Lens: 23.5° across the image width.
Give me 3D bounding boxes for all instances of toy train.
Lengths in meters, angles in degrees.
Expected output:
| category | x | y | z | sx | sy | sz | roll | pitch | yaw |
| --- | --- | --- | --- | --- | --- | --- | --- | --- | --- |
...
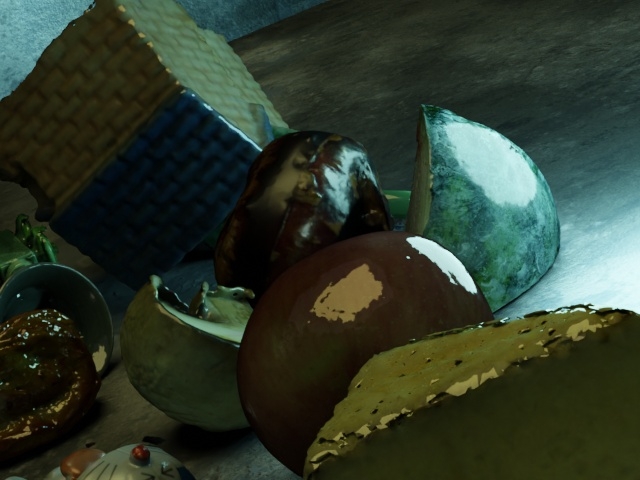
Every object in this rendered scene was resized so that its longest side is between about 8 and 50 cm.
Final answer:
| category | x | y | z | sx | sy | sz | roll | pitch | yaw |
| --- | --- | --- | --- | --- | --- | --- | --- | --- | --- |
| toy train | -0.479 | 0.069 | 2.439 | 0.132 | 0.188 | 0.243 | -22 | 22 | -18 |

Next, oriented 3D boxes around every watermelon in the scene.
| category | x | y | z | sx | sy | sz | roll | pitch | yaw |
| --- | --- | --- | --- | --- | --- | --- | --- | --- | --- |
| watermelon | 0.211 | -0.024 | 2.165 | 0.290 | 0.319 | 0.214 | 6 | -24 | -35 |

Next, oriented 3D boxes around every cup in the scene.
| category | x | y | z | sx | sy | sz | roll | pitch | yaw |
| --- | --- | --- | --- | --- | --- | --- | --- | --- | --- |
| cup | -0.425 | 0.144 | 2.263 | 0.199 | 0.199 | 0.150 | -35 | 9 | -40 |

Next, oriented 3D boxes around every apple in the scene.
| category | x | y | z | sx | sy | sz | roll | pitch | yaw |
| --- | --- | --- | --- | --- | --- | --- | --- | --- | --- |
| apple | 0.058 | 0.138 | 1.722 | 0.306 | 0.305 | 0.235 | -19 | 45 | -5 |

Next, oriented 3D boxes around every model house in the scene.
| category | x | y | z | sx | sy | sz | roll | pitch | yaw |
| --- | --- | --- | --- | --- | --- | --- | --- | --- | --- |
| model house | -0.246 | -0.123 | 2.508 | 0.395 | 0.400 | 0.445 | -45 | -17 | 17 |

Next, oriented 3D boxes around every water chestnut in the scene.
| category | x | y | z | sx | sy | sz | roll | pitch | yaw |
| --- | --- | --- | --- | --- | --- | --- | --- | --- | --- |
| water chestnut | 0.000 | 0.000 | 2.163 | 0.300 | 0.300 | 0.300 | -15 | 20 | 6 |

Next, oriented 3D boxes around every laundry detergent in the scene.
| category | x | y | z | sx | sy | sz | roll | pitch | yaw |
| --- | --- | --- | --- | --- | --- | --- | --- | --- | --- |
| laundry detergent | 0.140 | -0.035 | 2.349 | 0.211 | 0.137 | 0.063 | -2 | 66 | 5 |

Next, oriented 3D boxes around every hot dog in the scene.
| category | x | y | z | sx | sy | sz | roll | pitch | yaw |
| --- | --- | --- | --- | --- | --- | --- | --- | --- | --- |
| hot dog | -0.427 | 0.205 | 2.088 | 0.259 | 0.175 | 0.114 | -29 | 11 | -17 |

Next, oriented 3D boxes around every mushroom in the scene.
| category | x | y | z | sx | sy | sz | roll | pitch | yaw |
| --- | --- | --- | --- | --- | --- | --- | --- | --- | --- |
| mushroom | -0.125 | 0.163 | 1.968 | 0.267 | 0.164 | 0.189 | 10 | 21 | -49 |

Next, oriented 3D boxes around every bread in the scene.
| category | x | y | z | sx | sy | sz | roll | pitch | yaw |
| --- | --- | --- | --- | --- | --- | --- | --- | --- | --- |
| bread | 0.183 | 0.218 | 1.456 | 0.315 | 0.248 | 0.279 | -16 | 21 | 44 |

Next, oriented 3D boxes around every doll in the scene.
| category | x | y | z | sx | sy | sz | roll | pitch | yaw |
| --- | --- | --- | --- | --- | --- | --- | --- | --- | --- |
| doll | -0.242 | 0.298 | 1.720 | 0.257 | 0.161 | 0.215 | -3 | -1 | 41 |
